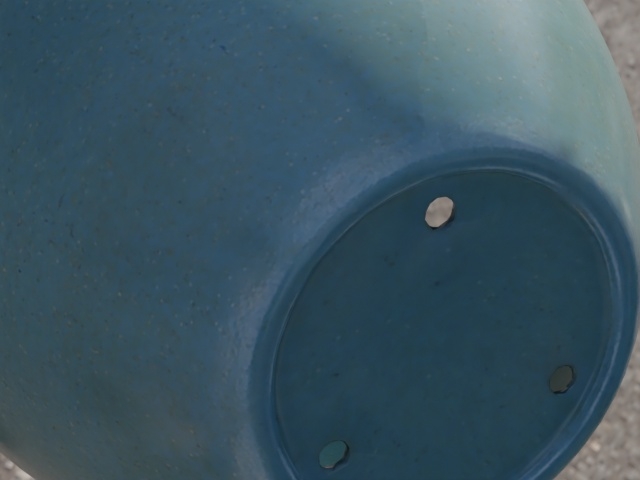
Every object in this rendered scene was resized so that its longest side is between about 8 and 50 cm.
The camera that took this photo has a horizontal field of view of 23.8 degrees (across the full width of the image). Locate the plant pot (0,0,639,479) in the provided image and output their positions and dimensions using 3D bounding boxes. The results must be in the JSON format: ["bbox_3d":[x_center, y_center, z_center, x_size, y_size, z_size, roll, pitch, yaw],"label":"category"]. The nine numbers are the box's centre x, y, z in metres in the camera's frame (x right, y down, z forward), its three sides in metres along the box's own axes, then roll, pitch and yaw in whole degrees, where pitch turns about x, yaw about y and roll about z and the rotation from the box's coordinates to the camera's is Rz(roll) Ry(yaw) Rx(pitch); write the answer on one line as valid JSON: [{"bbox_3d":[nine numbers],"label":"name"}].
[{"bbox_3d":[0.000,0.000,0.532,0.290,0.290,0.195,5,20,-28],"label":"plant pot"}]
